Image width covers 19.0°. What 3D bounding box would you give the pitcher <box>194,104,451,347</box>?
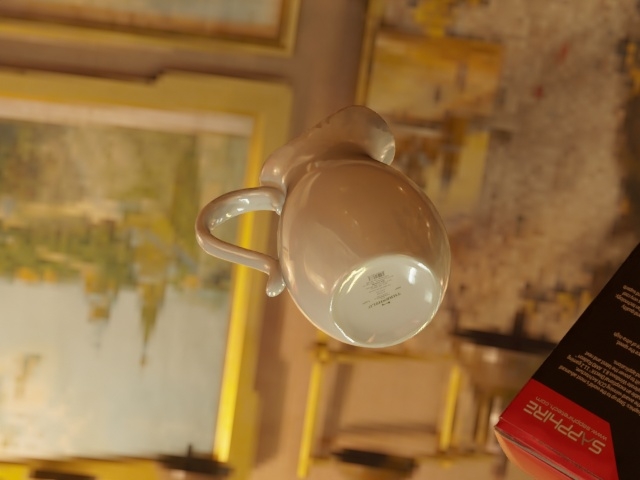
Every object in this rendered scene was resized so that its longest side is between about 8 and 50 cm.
[{"bbox_3d":[0.000,0.000,1.455,0.177,0.125,0.207,-25,-145,1],"label":"pitcher"}]

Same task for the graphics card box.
[{"bbox_3d":[0.319,0.054,1.270,0.232,0.371,0.094,30,163,33],"label":"graphics card box"}]
